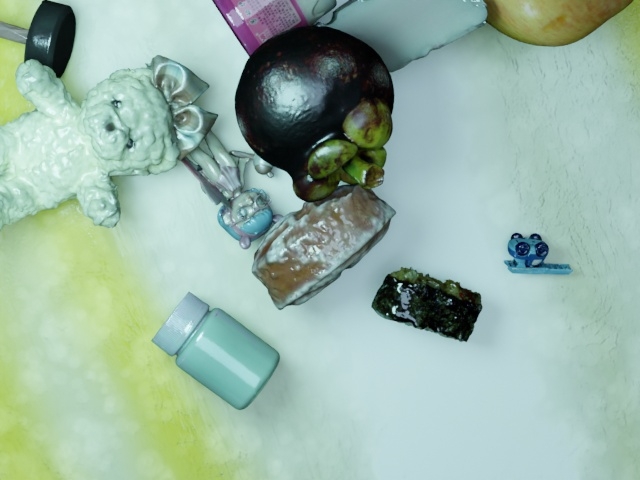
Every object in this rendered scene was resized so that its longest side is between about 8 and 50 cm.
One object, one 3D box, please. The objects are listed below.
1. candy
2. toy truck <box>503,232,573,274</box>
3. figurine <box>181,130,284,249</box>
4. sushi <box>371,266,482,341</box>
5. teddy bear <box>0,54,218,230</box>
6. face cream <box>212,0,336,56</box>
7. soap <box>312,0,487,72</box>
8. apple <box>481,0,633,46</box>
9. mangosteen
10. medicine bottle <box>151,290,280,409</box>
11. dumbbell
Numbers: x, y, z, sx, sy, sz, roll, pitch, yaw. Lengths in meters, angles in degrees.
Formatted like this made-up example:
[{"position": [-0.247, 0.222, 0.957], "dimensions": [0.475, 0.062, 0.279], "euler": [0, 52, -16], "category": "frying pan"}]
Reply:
[{"position": [0.000, 0.000, 1.868], "dimensions": [0.289, 0.214, 0.157], "euler": [-40, 97, -3], "category": "candy"}, {"position": [0.438, 0.029, 1.971], "dimensions": [0.136, 0.063, 0.074], "euler": [2, 114, -4], "category": "toy truck"}, {"position": [-0.167, -0.122, 1.922], "dimensions": [0.205, 0.103, 0.260], "euler": [-37, 94, -35], "category": "figurine"}, {"position": [0.206, 0.119, 1.936], "dimensions": [0.212, 0.147, 0.115], "euler": [18, 88, -21], "category": "sushi"}, {"position": [-0.428, -0.176, 1.758], "dimensions": [0.362, 0.375, 0.327], "euler": [-15, 97, 30], "category": "teddy bear"}, {"position": [-0.092, -0.455, 1.847], "dimensions": [0.195, 0.175, 0.175], "euler": [-34, 95, 2], "category": "face cream"}, {"position": [0.132, -0.396, 1.808], "dimensions": [0.257, 0.302, 0.159], "euler": [-34, 103, 0], "category": "soap"}, {"position": [0.413, -0.542, 1.762], "dimensions": [0.391, 0.391, 0.346], "euler": [-36, 115, 1], "category": "apple"}, {"position": [-0.011, -0.227, 1.795], "dimensions": [0.296, 0.297, 0.314], "euler": [0, 95, -3], "category": "mangosteen"}, {"position": [-0.201, 0.212, 1.916], "dimensions": [0.225, 0.139, 0.139], "euler": [37, 92, -5], "category": "medicine bottle"}, {"position": [-0.581, -0.389, 1.843], "dimensions": [0.218, 0.152, 0.153], "euler": [14, 94, -3], "category": "dumbbell"}]
